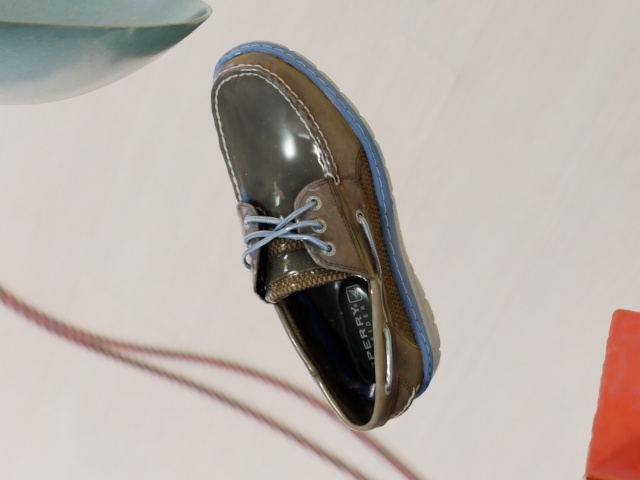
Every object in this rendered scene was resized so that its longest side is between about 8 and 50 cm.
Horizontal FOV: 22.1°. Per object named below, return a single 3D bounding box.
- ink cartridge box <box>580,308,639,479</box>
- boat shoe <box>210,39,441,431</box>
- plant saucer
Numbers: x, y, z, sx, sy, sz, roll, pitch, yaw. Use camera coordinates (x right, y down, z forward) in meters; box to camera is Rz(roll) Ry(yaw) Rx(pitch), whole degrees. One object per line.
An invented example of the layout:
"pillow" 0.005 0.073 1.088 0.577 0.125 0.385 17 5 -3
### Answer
"ink cartridge box" 0.280 0.173 0.832 0.308 0.385 0.091 10 136 10
"boat shoe" 0.000 0.000 0.723 0.066 0.066 0.183 -21 105 28
"plant saucer" -0.137 -0.077 0.577 0.195 0.195 0.037 16 107 26
